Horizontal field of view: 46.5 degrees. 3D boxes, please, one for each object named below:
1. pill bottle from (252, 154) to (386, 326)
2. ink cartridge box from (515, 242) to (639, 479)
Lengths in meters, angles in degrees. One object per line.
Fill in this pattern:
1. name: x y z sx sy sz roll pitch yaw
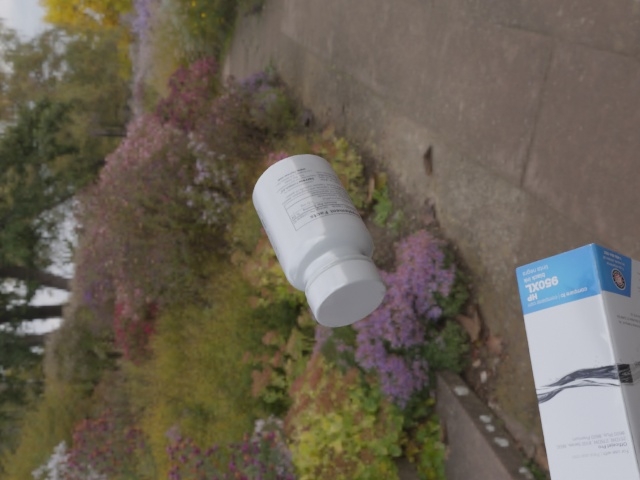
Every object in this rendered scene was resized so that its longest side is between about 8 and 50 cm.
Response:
1. pill bottle: 0.000 0.000 1.039 0.131 0.131 0.229 105 147 -46
2. ink cartridge box: 0.517 0.235 1.324 0.166 0.285 0.395 -23 62 41
